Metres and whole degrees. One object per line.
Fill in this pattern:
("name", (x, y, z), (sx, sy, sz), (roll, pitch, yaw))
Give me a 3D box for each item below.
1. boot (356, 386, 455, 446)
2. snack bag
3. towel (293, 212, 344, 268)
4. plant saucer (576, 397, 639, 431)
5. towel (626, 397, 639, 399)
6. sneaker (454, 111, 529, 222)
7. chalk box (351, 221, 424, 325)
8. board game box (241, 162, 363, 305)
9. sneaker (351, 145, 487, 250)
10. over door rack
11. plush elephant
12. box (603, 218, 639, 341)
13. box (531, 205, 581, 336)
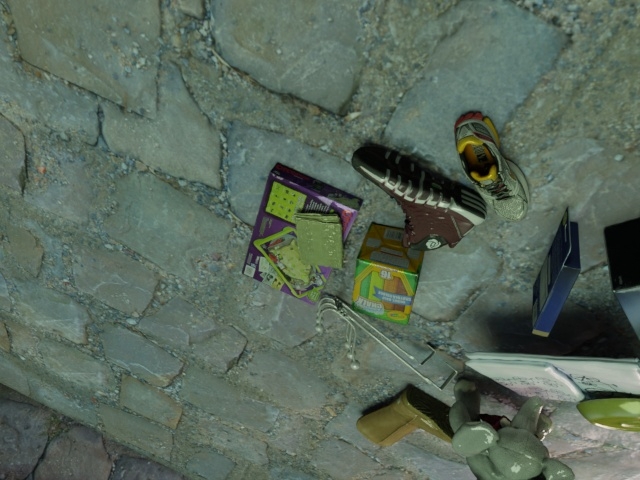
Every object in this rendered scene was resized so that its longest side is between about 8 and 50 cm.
("boot", (0.267, 0.552, 1.550), (0.236, 0.089, 0.269), (39, 133, 2))
("snack bag", (0.536, 0.303, 1.134), (0.343, 0.037, 0.323), (-7, 150, 39))
("towel", (0.000, 0.000, 1.152), (0.110, 0.027, 0.148), (6, 130, 16))
("plant saucer", (0.718, 0.403, 1.195), (0.241, 0.037, 0.241), (6, 154, 3))
("towel", (0.778, 0.374, 1.215), (0.119, 0.029, 0.067), (2, 133, 20))
("sneaker", (0.302, -0.114, 0.943), (0.088, 0.092, 0.225), (-24, 117, 36))
("chalk box", (0.149, 0.091, 1.158), (0.132, 0.132, 0.213), (13, 133, 13))
("board game box", (-0.054, 0.000, 1.224), (0.208, 0.056, 0.347), (27, 134, 4))
("sneaker", (0.166, -0.060, 1.030), (0.281, 0.106, 0.162), (26, 130, -1))
("over door rack", (0.132, 0.249, 1.231), (0.324, 0.239, 0.108), (27, 91, -1))
("plush elephant", (0.442, 0.471, 1.227), (0.272, 0.330, 0.255), (30, 145, 6))
("box", (0.701, 0.093, 0.899), (0.296, 0.182, 0.294), (-22, 119, 36))
("box", (0.453, 0.061, 1.001), (0.037, 0.136, 0.225), (13, 133, 13))
